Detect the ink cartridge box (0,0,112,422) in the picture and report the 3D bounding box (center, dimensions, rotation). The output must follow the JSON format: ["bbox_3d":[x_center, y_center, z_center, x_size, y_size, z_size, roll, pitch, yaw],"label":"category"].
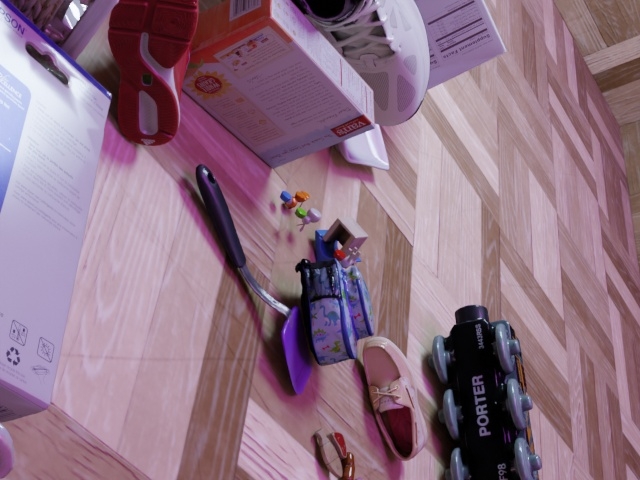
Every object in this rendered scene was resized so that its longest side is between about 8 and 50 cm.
[{"bbox_3d":[-0.268,-0.036,0.861,0.165,0.065,0.332,44,38,-42],"label":"ink cartridge box"}]

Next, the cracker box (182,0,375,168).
[{"bbox_3d":[-0.058,-0.191,1.254,0.232,0.156,0.067,41,39,-46],"label":"cracker box"}]

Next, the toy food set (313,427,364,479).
[{"bbox_3d":[0.028,0.283,1.260,0.078,0.019,0.122,2,63,-62],"label":"toy food set"}]

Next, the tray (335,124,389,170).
[{"bbox_3d":[0.031,-0.235,1.591,0.145,0.030,0.270,5,68,-62],"label":"tray"}]

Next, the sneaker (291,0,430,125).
[{"bbox_3d":[0.018,-0.286,1.343,0.257,0.169,0.447,-80,152,-50],"label":"sneaker"}]

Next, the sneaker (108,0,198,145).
[{"bbox_3d":[-0.170,-0.219,1.077,0.087,0.221,0.128,10,40,-11],"label":"sneaker"}]

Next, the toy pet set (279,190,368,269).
[{"bbox_3d":[0.000,0.000,1.360,0.122,0.065,0.114,49,26,22],"label":"toy pet set"}]

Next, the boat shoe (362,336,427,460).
[{"bbox_3d":[0.097,0.210,1.384,0.170,0.063,0.059,68,21,-8],"label":"boat shoe"}]

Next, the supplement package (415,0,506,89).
[{"bbox_3d":[0.144,-0.392,1.672,0.262,0.198,0.199,61,12,-18],"label":"supplement package"}]

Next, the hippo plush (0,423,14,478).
[{"bbox_3d":[-0.269,0.134,0.553,0.234,0.237,0.294,62,28,-16],"label":"hippo plush"}]

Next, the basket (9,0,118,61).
[{"bbox_3d":[-0.241,-0.269,0.992,0.103,0.113,0.167,28,45,-24],"label":"basket"}]

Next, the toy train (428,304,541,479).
[{"bbox_3d":[0.261,0.267,1.588,0.190,0.142,0.334,43,37,-59],"label":"toy train"}]

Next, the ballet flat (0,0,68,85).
[{"bbox_3d":[-0.277,-0.169,0.942,0.168,0.057,0.052,46,46,-39],"label":"ballet flat"}]

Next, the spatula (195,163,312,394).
[{"bbox_3d":[-0.074,0.045,1.207,0.296,0.030,0.084,62,22,-16],"label":"spatula"}]

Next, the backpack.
[{"bbox_3d":[0.021,0.089,1.273,0.105,0.084,0.114,69,15,-62],"label":"backpack"}]
